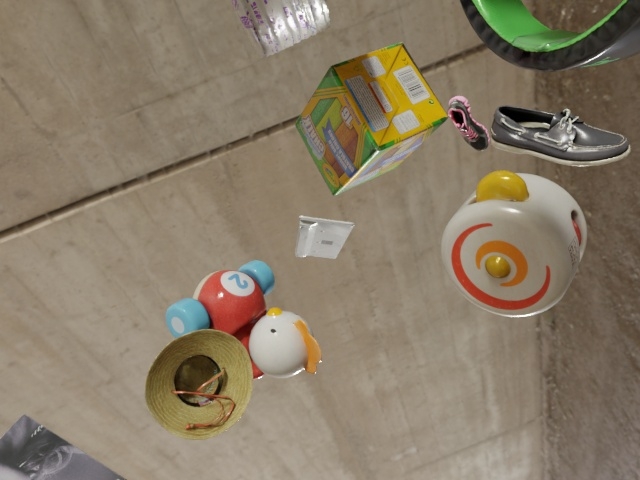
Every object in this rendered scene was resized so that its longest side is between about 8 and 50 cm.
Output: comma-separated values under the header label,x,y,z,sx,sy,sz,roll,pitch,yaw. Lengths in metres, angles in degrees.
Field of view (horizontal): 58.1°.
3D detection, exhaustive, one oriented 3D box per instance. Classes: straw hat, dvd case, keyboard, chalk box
label,x,y,z,sx,sy,sz,roll,pitch,yaw
straw hat,-0.158,0.173,0.730,0.061,0.144,0.144,20,135,62
dvd case,-0.361,0.333,0.672,0.221,0.164,0.018,-56,-3,-47
keyboard,0.000,0.000,0.860,0.256,0.072,0.014,109,162,-78
chalk box,0.058,-0.162,0.850,0.132,0.132,0.213,60,154,7

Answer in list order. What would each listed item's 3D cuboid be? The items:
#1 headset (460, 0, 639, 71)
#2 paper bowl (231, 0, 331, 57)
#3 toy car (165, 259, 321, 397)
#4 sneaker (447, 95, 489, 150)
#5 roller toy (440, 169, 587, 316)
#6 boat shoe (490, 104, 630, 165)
label,x,y,z,sx,sy,sz,roll,pitch,yaw
headset,0.145,-0.305,0.350,0.243,0.185,0.394,-133,37,-57
paper bowl,-0.062,-0.358,0.618,0.284,0.148,0.284,-23,-90,-86
toy car,-0.094,0.154,0.992,0.219,0.238,0.210,-31,-65,-51
sneaker,0.279,-0.216,1.103,0.119,0.047,0.057,51,-142,-13
roller toy,0.286,0.008,0.858,0.191,0.146,0.209,39,135,11
boat shoe,0.358,-0.164,0.873,0.206,0.075,0.065,16,136,33
